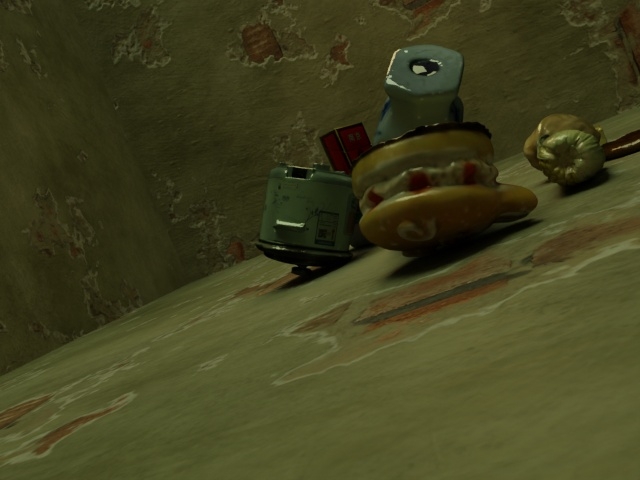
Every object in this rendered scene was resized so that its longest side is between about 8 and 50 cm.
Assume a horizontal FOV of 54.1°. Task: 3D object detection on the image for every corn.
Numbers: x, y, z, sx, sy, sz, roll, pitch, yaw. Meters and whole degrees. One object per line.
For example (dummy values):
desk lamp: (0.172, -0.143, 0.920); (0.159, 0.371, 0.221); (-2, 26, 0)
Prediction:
corn: (0.532, -0.181, 1.324); (0.123, 0.122, 0.305); (-20, 2, 24)

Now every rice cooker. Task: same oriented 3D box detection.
rice cooker: (-0.034, -0.053, 1.662); (0.264, 0.316, 0.317); (9, 12, 14)

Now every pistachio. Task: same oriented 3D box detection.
pistachio: (0.620, -0.249, 1.605); (0.230, 0.157, 0.157); (-19, 1, -38)

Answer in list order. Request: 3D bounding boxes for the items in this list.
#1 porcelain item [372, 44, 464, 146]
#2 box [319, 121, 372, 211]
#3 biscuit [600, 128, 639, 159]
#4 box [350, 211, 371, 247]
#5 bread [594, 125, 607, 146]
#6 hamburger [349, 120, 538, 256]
porcelain item: (0.210, -0.200, 1.358); (0.179, 0.405, 0.242); (9, 48, 11)
box: (0.105, -0.210, 1.793); (0.074, 0.239, 0.153); (-23, 2, 42)
biscuit: (0.774, -0.246, 1.532); (0.212, 0.036, 0.212); (-24, 3, 1)
box: (0.197, -0.068, 1.901); (0.337, 0.105, 0.264); (-24, 4, -35)
bread: (0.819, -0.308, 1.963); (0.126, 0.068, 0.188); (-21, 3, 22)
hamburger: (0.214, -0.077, 1.120); (0.303, 0.186, 0.261); (-13, -14, -6)
